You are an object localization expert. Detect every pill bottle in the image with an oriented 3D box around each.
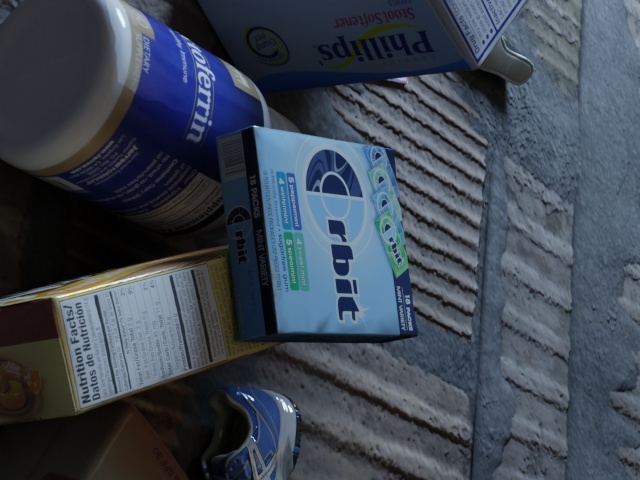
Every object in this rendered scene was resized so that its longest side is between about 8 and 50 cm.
[{"bbox_3d":[-0.134,-0.090,1.410,0.264,0.153,0.153,27,62,-50],"label":"pill bottle"}]

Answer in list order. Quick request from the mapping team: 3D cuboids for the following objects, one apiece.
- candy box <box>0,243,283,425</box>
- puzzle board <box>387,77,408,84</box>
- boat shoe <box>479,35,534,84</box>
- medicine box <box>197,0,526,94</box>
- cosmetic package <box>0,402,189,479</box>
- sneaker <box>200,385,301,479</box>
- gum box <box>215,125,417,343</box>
[{"bbox_3d":[-0.152,0.065,1.326,0.316,0.183,0.087,-16,94,-54],"label":"candy box"},{"bbox_3d":[0.061,-0.231,1.830,0.096,0.011,0.128,3,81,-54],"label":"puzzle board"},{"bbox_3d":[0.194,-0.216,1.988,0.125,0.038,0.046,22,108,-45],"label":"boat shoe"},{"bbox_3d":[0.070,-0.283,1.606,0.289,0.263,0.149,-54,125,-35],"label":"medicine box"},{"bbox_3d":[-0.209,0.271,1.253,0.153,0.129,0.296,59,42,-30],"label":"cosmetic package"},{"bbox_3d":[-0.071,0.224,1.509,0.081,0.080,0.211,29,51,-41],"label":"sneaker"},{"bbox_3d":[0.000,0.000,1.360,0.184,0.041,0.157,4,75,-53],"label":"gum box"}]
